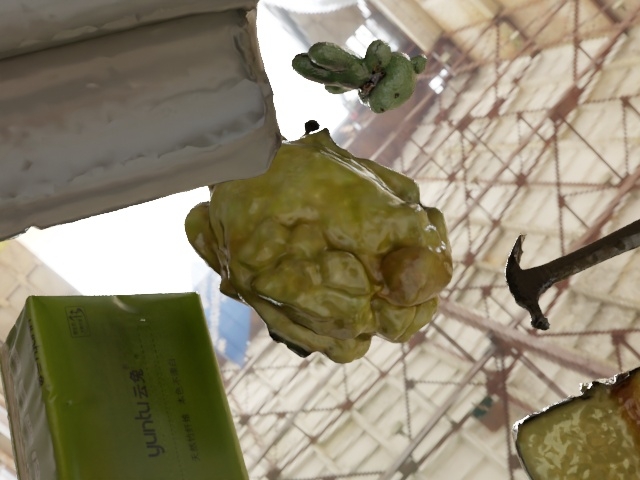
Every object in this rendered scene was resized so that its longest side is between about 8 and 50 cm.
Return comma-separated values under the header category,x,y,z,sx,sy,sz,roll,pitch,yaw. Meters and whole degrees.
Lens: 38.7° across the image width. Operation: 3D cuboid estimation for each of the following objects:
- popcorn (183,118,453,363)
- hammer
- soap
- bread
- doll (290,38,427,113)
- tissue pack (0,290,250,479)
category,x,y,z,sx,sy,sz,roll,pitch,yaw
popcorn,0.000,0.000,0.969,0.215,0.286,0.252,-58,173,10
hammer,0.350,-0.003,1.027,0.297,0.027,0.125,-25,-124,8
soap,-0.276,-0.167,0.602,0.435,0.213,0.350,-14,-128,-10
bread,0.348,0.240,0.892,0.263,0.236,0.198,-31,-164,19
doll,0.041,-0.182,1.025,0.115,0.150,0.077,-35,-129,53
tissue pack,-0.206,0.207,0.953,0.167,0.200,0.274,-46,-126,44
